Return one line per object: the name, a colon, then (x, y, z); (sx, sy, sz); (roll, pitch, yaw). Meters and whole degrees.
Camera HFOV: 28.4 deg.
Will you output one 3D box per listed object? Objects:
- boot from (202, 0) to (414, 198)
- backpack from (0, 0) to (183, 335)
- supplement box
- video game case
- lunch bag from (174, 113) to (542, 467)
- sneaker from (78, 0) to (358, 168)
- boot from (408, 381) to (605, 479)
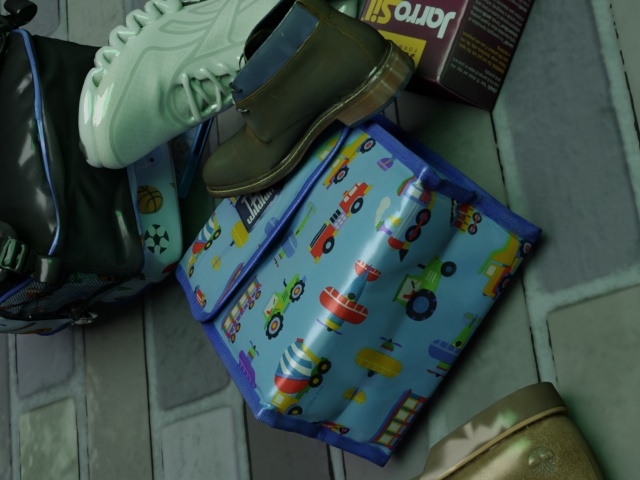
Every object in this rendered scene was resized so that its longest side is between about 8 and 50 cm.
boot: (-0.041, -0.115, 0.979); (0.219, 0.106, 0.082); (-31, 33, 35)
backpack: (-0.263, -0.036, 1.167); (0.263, 0.213, 0.276); (-28, 59, 39)
supplement box: (0.109, -0.210, 1.007); (0.104, 0.081, 0.188); (21, 92, 41)
video game case: (-0.149, -0.131, 1.238); (0.119, 0.015, 0.166); (17, 88, 41)
lunch bag: (0.000, 0.000, 1.027); (0.221, 0.138, 0.293); (-57, 36, 9)
sneaker: (-0.084, -0.159, 1.071); (0.118, 0.110, 0.292); (31, 61, 27)
boot: (0.072, 0.233, 0.902); (0.305, 0.112, 0.115); (-40, 66, 21)
